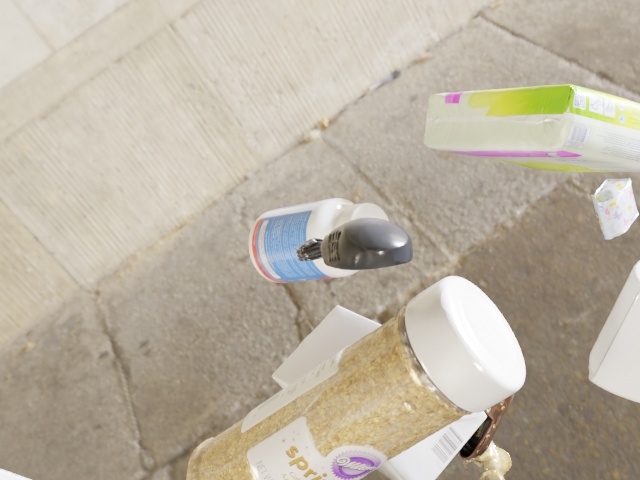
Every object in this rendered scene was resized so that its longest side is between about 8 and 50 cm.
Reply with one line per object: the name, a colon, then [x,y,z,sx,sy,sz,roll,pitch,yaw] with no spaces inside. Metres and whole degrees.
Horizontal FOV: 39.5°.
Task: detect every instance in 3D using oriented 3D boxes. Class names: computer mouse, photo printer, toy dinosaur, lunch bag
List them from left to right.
computer mouse: [0.023,-0.001,0.820,0.071,0.041,0.242,-9,3,-15]
toy dinosaur: [0.334,0.438,1.792,0.093,0.053,0.183,-14,68,-4]
lunch bag: [0.467,-0.051,1.427,0.053,0.071,0.083,0,33,42]
photo printer: [0.653,0.194,1.656,0.256,0.307,0.107,15,43,5]

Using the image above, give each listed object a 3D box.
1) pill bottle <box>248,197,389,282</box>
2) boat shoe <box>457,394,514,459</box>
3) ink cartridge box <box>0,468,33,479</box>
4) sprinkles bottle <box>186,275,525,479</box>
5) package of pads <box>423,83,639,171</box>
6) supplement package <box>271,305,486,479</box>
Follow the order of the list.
pill bottle: [0.000,0.000,1.395,0.222,0.124,0.124,-8,41,47]
boat shoe: [0.302,0.307,1.629,0.073,0.206,0.073,20,14,29]
ink cartridge box: [-0.311,0.222,0.747,0.109,0.151,0.063,-33,36,49]
sprinkles bottle: [0.025,0.174,0.877,0.355,0.121,0.121,-37,29,26]
package of pads: [0.337,-0.164,1.342,0.297,0.229,0.101,11,94,57]
supplement package: [0.090,0.255,1.470,0.177,0.175,0.293,-46,29,-14]
